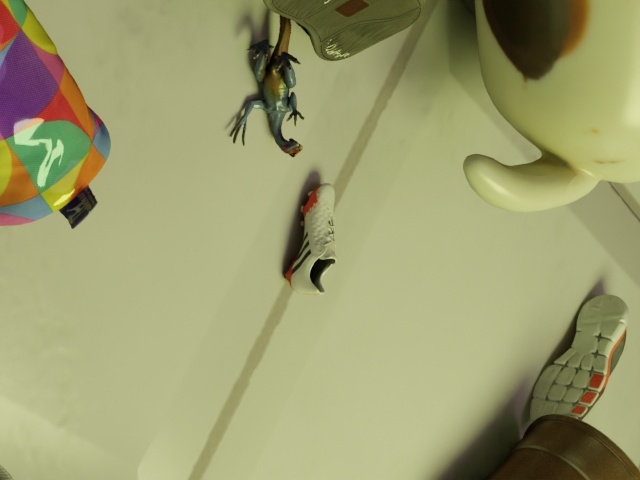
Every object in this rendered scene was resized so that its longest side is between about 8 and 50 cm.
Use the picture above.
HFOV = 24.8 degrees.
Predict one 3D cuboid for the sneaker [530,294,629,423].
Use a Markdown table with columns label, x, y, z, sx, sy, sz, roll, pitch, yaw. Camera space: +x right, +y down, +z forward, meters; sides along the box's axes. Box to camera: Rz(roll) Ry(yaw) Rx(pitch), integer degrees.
| label | x | y | z | sx | sy | sz | roll | pitch | yaw |
| --- | --- | --- | --- | --- | --- | --- | --- | --- | --- |
| sneaker | 0.257 | 0.130 | 1.394 | 0.158 | 0.061 | 0.065 | -55 | 144 | -19 |

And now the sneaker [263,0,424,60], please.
| label | x | y | z | sx | sy | sz | roll | pitch | yaw |
| --- | --- | --- | --- | --- | --- | --- | --- | --- | --- |
| sneaker | 0.000 | -0.198 | 0.957 | 0.118 | 0.083 | 0.222 | 65 | 11 | 13 |

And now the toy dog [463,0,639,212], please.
| label | x | y | z | sx | sy | sz | roll | pitch | yaw |
| --- | --- | --- | --- | --- | --- | --- | --- | --- | --- |
| toy dog | 0.184 | -0.259 | 1.041 | 0.395 | 0.284 | 0.408 | -40 | 133 | -5 |

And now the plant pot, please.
| label | x | y | z | sx | sy | sz | roll | pitch | yaw |
| --- | --- | --- | --- | --- | --- | --- | --- | --- | --- |
| plant pot | 0.189 | 0.268 | 1.294 | 0.165 | 0.167 | 0.167 | -32 | 126 | -29 |

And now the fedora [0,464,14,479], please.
| label | x | y | z | sx | sy | sz | roll | pitch | yaw |
| --- | --- | --- | --- | --- | --- | --- | --- | --- | --- |
| fedora | -0.234 | 0.236 | 0.802 | 0.275 | 0.124 | 0.244 | 32 | 79 | -50 |

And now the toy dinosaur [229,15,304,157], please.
| label | x | y | z | sx | sy | sz | roll | pitch | yaw |
| --- | --- | --- | --- | --- | --- | --- | --- | --- | --- |
| toy dinosaur | -0.023 | -0.100 | 0.997 | 0.082 | 0.047 | 0.090 | 77 | 34 | -56 |

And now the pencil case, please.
| label | x | y | z | sx | sy | sz | roll | pitch | yaw |
| --- | --- | --- | --- | --- | --- | --- | --- | --- | --- |
| pencil case | -0.196 | -0.105 | 0.747 | 0.104 | 0.104 | 0.236 | -50 | 134 | -25 |

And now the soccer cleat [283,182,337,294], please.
| label | x | y | z | sx | sy | sz | roll | pitch | yaw |
| --- | --- | --- | --- | --- | --- | --- | --- | --- | --- |
| soccer cleat | 0.000 | 0.000 | 1.060 | 0.029 | 0.035 | 0.083 | 18 | 90 | -51 |
